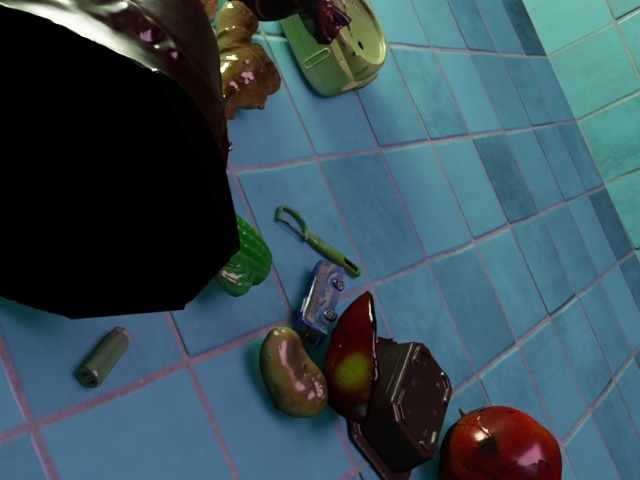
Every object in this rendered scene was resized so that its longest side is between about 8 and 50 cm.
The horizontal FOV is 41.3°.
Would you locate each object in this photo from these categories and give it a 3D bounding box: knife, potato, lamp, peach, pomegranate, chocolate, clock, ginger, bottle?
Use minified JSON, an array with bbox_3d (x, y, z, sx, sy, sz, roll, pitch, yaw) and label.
[{"bbox_3d":[-0.001,0.000,1.443,0.212,0.015,0.054,38,34,-34],"label":"knife"},{"bbox_3d":[-0.043,0.189,1.205,0.138,0.070,0.091,60,32,-5],"label":"potato"},{"bbox_3d":[-0.078,-0.437,1.481,0.223,0.151,0.215,48,3,24],"label":"lamp"},{"bbox_3d":[0.042,0.165,1.288,0.279,0.068,0.189,-102,-158,-77],"label":"peach"},{"bbox_3d":[0.301,0.379,1.447,0.210,0.210,0.235,51,0,-20],"label":"pomegranate"},{"bbox_3d":[-0.247,-0.151,0.891,0.383,0.384,0.331,46,35,-27],"label":"chocolate"},{"bbox_3d":[0.043,-0.417,1.706,0.308,0.096,0.235,-24,88,-58],"label":"clock"},{"bbox_3d":[-0.142,-0.251,1.351,0.148,0.081,0.333,45,42,-27],"label":"ginger"},{"bbox_3d":[-0.250,0.134,0.988,0.030,0.030,0.083,53,34,-17],"label":"bottle"}]

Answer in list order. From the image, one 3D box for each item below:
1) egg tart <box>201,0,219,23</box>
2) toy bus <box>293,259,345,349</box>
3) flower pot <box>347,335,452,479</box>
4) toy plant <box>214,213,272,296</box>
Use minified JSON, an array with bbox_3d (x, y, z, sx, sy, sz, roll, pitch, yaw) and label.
[{"bbox_3d":[-0.296,-0.409,1.178,0.352,0.150,0.352,31,43,-34],"label":"egg tart"},{"bbox_3d":[0.000,0.098,1.339,0.061,0.051,0.153,24,43,-5],"label":"toy bus"},{"bbox_3d":[0.144,0.269,1.404,0.179,0.084,0.251,53,35,-16],"label":"flower pot"},{"bbox_3d":[-0.165,-0.022,1.166,0.240,0.088,0.154,45,24,-10],"label":"toy plant"}]
